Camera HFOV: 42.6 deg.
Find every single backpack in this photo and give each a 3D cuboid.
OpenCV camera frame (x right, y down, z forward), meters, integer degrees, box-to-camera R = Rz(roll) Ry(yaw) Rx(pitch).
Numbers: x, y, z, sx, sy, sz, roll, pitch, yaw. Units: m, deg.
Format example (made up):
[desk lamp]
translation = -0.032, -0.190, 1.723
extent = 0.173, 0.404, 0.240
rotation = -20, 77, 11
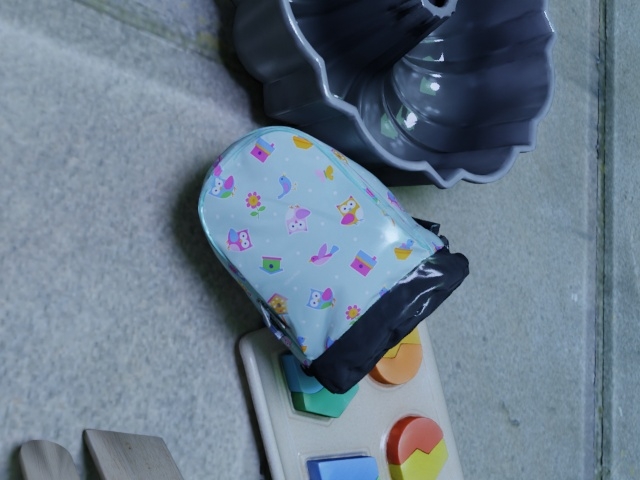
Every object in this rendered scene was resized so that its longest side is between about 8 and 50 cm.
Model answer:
[backpack]
translation = 0.000, 0.000, 0.583
extent = 0.152, 0.115, 0.182
rotation = -43, 83, -1

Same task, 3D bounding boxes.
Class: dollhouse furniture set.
[dollhouse furniture set]
translation = -0.169, 0.210, 0.497
extent = 0.144, 0.123, 0.151
rotation = 18, 106, -36

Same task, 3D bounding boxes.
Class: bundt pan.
[bundt pan]
translation = 0.054, -0.195, 0.696
extent = 0.330, 0.124, 0.331
rotation = 8, 77, -38

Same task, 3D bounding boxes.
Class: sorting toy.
[sorting toy]
translation = 0.039, 0.146, 0.676
extent = 0.208, 0.038, 0.193
rotation = -15, 91, -41
